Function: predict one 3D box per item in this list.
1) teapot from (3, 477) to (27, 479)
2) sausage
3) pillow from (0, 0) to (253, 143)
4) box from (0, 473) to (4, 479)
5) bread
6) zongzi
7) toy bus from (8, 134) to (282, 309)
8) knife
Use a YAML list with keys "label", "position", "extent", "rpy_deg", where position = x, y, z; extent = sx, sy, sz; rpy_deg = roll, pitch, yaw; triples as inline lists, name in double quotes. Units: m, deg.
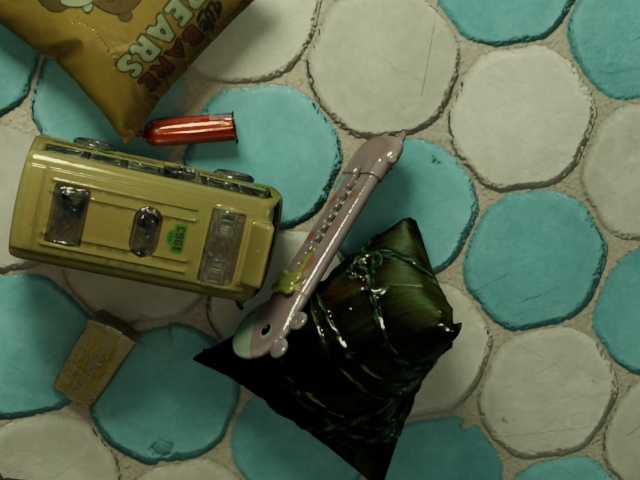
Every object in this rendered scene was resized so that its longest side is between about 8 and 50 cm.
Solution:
- label: "teapot"
  position: [-0.465, 0.425, 1.573]
  extent: [0.116, 0.148, 0.146]
  rpy_deg: [15, 87, -46]
- label: "sausage"
  position: [-0.193, -0.156, 1.519]
  extent: [0.145, 0.048, 0.050]
  rpy_deg: [-6, 94, -6]
- label: "pillow"
  position: [-0.275, -0.343, 1.434]
  extent: [0.312, 0.119, 0.310]
  rpy_deg: [41, 90, -13]
- label: "box"
  position: [-0.592, 0.322, 1.370]
  extent: [0.257, 0.318, 0.348]
  rpy_deg: [-32, 82, -2]
- label: "bread"
  position: [-0.331, 0.181, 1.533]
  extent: [0.077, 0.105, 0.152]
  rpy_deg: [31, 94, -6]
- label: "zongzi"
  position: [0.074, 0.202, 1.552]
  extent: [0.383, 0.319, 0.362]
  rpy_deg: [-33, 113, 17]
- label: "toy bus"
  position: [-0.235, -0.025, 1.459]
  extent: [0.365, 0.202, 0.177]
  rpy_deg: [11, 99, -11]
- label: "knife"
  position: [0.000, -0.001, 1.500]
  extent: [0.038, 0.132, 0.398]
  rpy_deg: [45, 67, -33]
